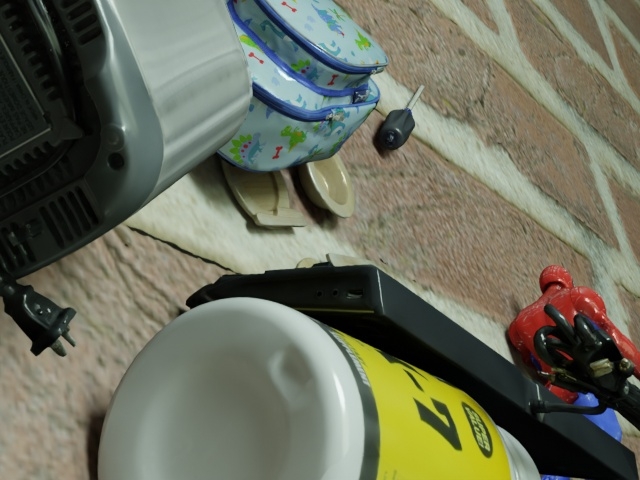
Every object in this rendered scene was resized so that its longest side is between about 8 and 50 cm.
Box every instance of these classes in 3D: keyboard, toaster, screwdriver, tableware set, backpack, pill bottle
[{"bbox_3d":[0.093,0.076,0.676,0.317,0.202,0.033,34,63,-50],"label":"keyboard"},{"bbox_3d":[-0.112,-0.082,0.485,0.227,0.129,0.146,61,22,-6],"label":"toaster"},{"bbox_3d":[0.068,-0.104,1.008,0.170,0.024,0.025,-63,153,-63],"label":"screwdriver"},{"bbox_3d":[0.000,0.000,0.769,0.141,0.020,0.168,-10,76,-66],"label":"tableware set"},{"bbox_3d":[-0.028,-0.095,0.710,0.105,0.084,0.114,45,31,11],"label":"backpack"},{"bbox_3d":[0.013,0.106,0.570,0.208,0.119,0.119,30,42,-53],"label":"pill bottle"}]

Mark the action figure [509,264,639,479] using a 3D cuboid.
[{"bbox_3d":[0.209,0.143,0.977,0.139,0.091,0.280,37,36,-35],"label":"action figure"}]
